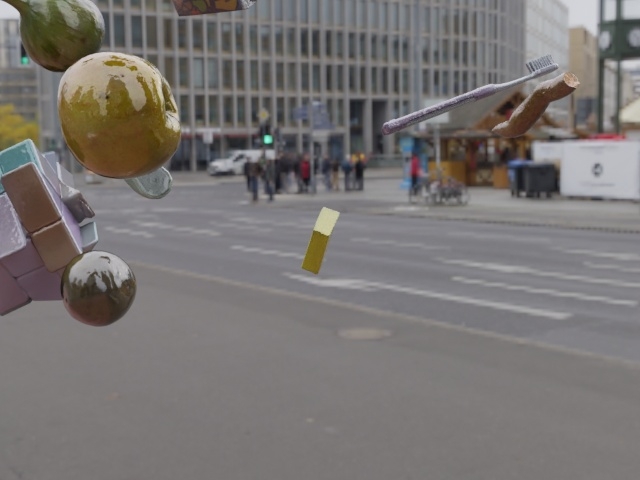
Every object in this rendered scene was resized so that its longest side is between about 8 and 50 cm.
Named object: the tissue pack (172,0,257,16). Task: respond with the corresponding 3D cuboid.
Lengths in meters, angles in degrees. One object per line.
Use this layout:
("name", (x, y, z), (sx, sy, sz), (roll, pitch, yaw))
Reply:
("tissue pack", (-0.194, -0.445, 1.551), (0.148, 0.108, 0.060), (3, 40, 30))

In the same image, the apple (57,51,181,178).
("apple", (-0.277, -0.176, 1.263), (0.155, 0.182, 0.182), (-11, 3, 17))

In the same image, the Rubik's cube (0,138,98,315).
("Rubik's cube", (-0.736, -0.041, 2.220), (0.358, 0.368, 0.387), (-25, 41, -2))

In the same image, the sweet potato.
("sweet potato", (0.500, -0.309, 2.166), (0.059, 0.067, 0.281), (-18, -17, -39))

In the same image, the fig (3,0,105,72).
("fig", (-0.489, -0.379, 1.530), (0.245, 0.149, 0.149), (24, -12, -40))

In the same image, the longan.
("longan", (-0.484, 0.104, 1.964), (0.167, 0.167, 0.187), (-2, 1, -8))

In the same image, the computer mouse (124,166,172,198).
("computer mouse", (-0.420, -0.166, 2.064), (0.089, 0.181, 0.056), (-46, 9, -36))

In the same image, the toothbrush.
("toothbrush", (0.233, -0.226, 1.378), (0.354, 0.029, 0.024), (-24, -9, -27))

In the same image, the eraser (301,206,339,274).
("eraser", (0.000, 0.000, 2.074), (0.045, 0.122, 0.097), (21, 38, 3))
